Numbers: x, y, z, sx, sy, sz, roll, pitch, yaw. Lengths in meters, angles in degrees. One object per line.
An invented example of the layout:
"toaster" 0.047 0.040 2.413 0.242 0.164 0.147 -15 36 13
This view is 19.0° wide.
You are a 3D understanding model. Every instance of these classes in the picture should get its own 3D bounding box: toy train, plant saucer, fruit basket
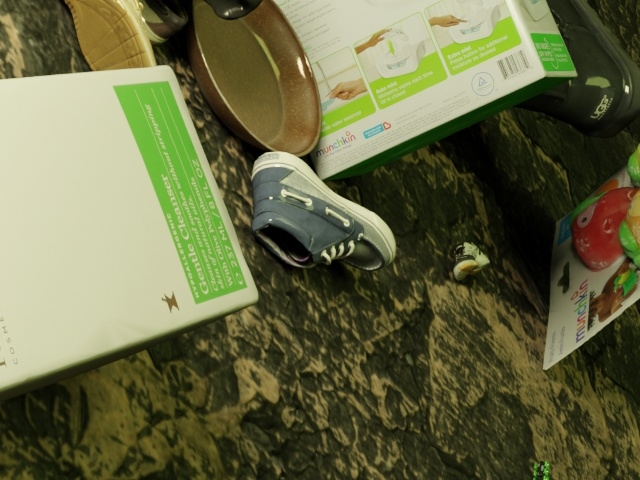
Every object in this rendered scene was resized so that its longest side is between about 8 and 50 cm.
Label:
"toy train" 0.242 0.273 2.097 0.083 0.017 0.024 -73 143 -56
"plant saucer" -0.071 -0.164 1.825 0.198 0.036 0.198 40 36 -38
"fruit basket" 0.389 -0.043 2.301 0.165 0.353 0.327 43 32 -18

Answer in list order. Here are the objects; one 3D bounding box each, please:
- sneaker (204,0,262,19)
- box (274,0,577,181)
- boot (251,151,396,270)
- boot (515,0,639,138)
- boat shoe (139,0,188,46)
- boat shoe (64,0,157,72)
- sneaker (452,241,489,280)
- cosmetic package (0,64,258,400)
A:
"sneaker" -0.149 -0.295 1.633 0.286 0.109 0.130 31 38 -17
"box" 0.085 -0.216 1.926 0.127 0.262 0.231 -11 77 -66
"boot" 0.000 0.000 1.807 0.190 0.069 0.086 35 45 -36
"boot" 0.140 -0.285 2.254 0.445 0.146 0.367 8 30 -44
"boat shoe" -0.164 -0.250 1.706 0.152 0.049 0.056 62 26 -6
"boat shoe" -0.177 -0.197 1.615 0.170 0.063 0.059 63 30 -4
"sneaker" 0.161 0.021 2.152 0.037 0.032 0.083 55 18 9
"cosmetic package" -0.208 0.004 1.259 0.365 0.155 0.197 -20 89 -67
